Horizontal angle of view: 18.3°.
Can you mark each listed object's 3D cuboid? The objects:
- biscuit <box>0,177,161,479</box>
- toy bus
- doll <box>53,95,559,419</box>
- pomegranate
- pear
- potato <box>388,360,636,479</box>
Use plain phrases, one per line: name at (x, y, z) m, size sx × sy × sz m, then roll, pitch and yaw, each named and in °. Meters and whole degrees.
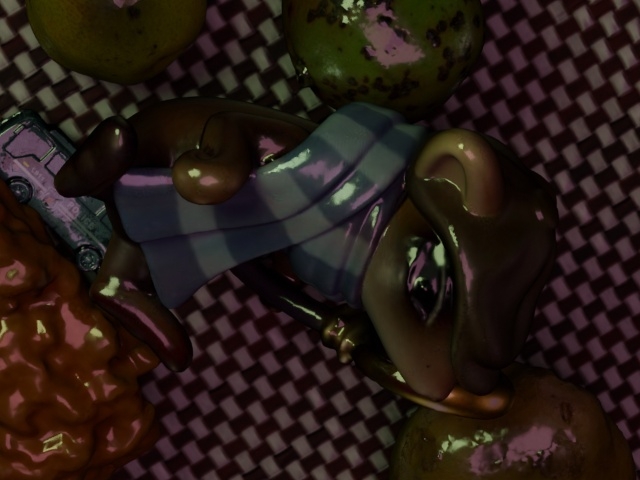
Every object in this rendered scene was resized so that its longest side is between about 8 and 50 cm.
biscuit at (-0.297, 0.112, 1.510) m, size 0.312 × 0.110 × 0.318 m, roll -38°, pitch 109°, yaw 13°
toy bus at (-0.191, -0.030, 1.538) m, size 0.065 × 0.047 × 0.166 m, roll -43°, pitch 108°, yaw 3°
doll at (-0.002, 0.004, 1.424) m, size 0.339 × 0.318 × 0.209 m, roll 9°, pitch 78°, yaw 12°
pomegranate at (0.063, -0.173, 1.486) m, size 0.205 × 0.159 × 0.159 m, roll -37°, pitch 110°, yaw -24°
pear at (-0.152, -0.181, 1.472) m, size 0.141 × 0.104 × 0.141 m, roll -1°, pitch 103°, yaw -5°
potato at (0.153, 0.262, 1.628) m, size 0.195 × 0.176 × 0.369 m, roll -26°, pitch 125°, yaw -44°
